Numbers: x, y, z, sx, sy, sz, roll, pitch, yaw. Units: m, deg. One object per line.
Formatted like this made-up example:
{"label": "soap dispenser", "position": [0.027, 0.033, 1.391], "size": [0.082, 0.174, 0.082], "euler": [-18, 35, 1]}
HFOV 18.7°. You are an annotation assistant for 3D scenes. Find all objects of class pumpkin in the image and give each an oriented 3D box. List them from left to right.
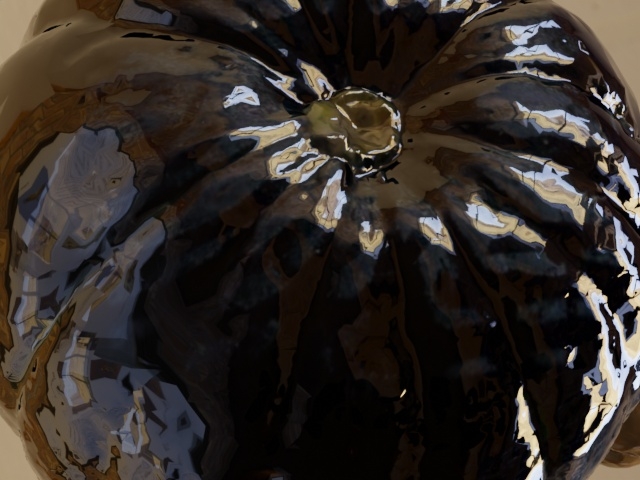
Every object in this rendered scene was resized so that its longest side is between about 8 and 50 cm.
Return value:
{"label": "pumpkin", "position": [0.000, 0.000, 0.974], "size": [0.363, 0.363, 0.266], "euler": [-6, -31, -11]}

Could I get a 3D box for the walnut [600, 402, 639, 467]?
{"label": "walnut", "position": [0.214, 0.063, 1.495], "size": [0.245, 0.198, 0.198], "euler": [39, -79, -1]}
